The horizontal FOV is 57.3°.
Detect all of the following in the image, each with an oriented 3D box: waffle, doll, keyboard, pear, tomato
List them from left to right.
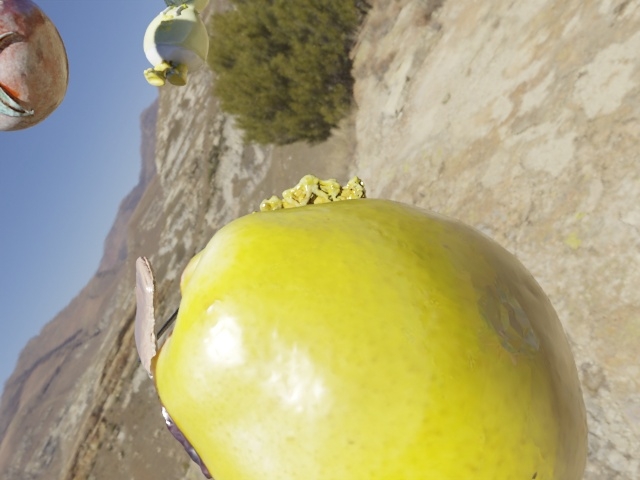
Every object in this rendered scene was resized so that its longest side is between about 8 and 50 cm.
[{"bbox_3d":[-0.725,-0.397,1.300,0.316,0.317,0.282,-54,22,31],"label":"tomato"},{"bbox_3d":[-0.386,0.222,1.424,0.061,0.013,0.204,-51,6,21],"label":"keyboard"},{"bbox_3d":[-0.302,-0.468,1.247,0.117,0.142,0.295,23,-110,-70],"label":"doll"},{"bbox_3d":[0.000,-0.001,1.145,0.291,0.291,0.051,-54,15,31],"label":"waffle"},{"bbox_3d":[0.080,0.091,0.489,0.191,0.387,0.340,-44,31,41],"label":"pear"}]

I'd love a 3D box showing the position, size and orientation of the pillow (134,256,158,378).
[{"bbox_3d":[-0.318,0.138,1.072,0.135,0.034,0.211,-132,44,-55],"label":"pillow"}]
